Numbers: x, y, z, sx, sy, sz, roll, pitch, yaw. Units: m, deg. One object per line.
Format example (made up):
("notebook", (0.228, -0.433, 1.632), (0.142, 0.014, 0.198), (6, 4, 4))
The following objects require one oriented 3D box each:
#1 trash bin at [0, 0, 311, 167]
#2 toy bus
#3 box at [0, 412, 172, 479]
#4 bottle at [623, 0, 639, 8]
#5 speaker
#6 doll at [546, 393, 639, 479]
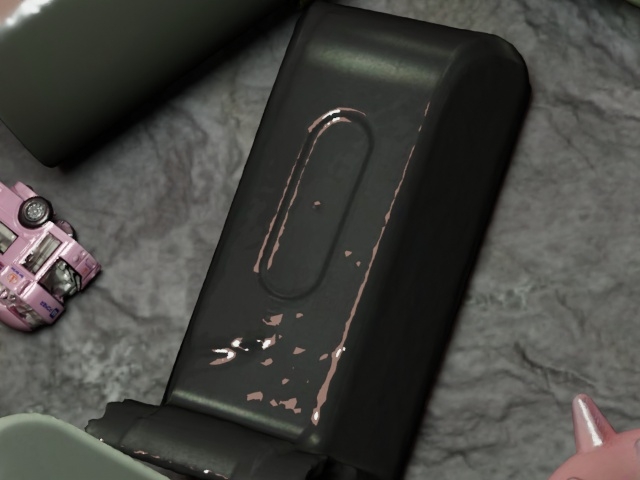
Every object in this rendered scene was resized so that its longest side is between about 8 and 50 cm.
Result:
("trash bin", (-0.115, -0.221, 1.406), (0.334, 0.214, 0.214), (-36, 66, 0))
("toy bus", (-0.253, -0.018, 1.429), (0.203, 0.063, 0.090), (36, 81, 23))
("box", (-0.117, 0.332, 1.148), (0.373, 0.090, 0.367), (31, 75, -16))
("bottle", (0.200, -0.256, 1.359), (0.351, 0.171, 0.171), (24, 74, 11))
("speaker", (0.000, 0.000, 1.308), (0.180, 0.184, 0.388), (14, 70, 16))
("doll", (0.203, 0.195, 1.238), (0.262, 0.093, 0.211), (-4, 65, 4))
